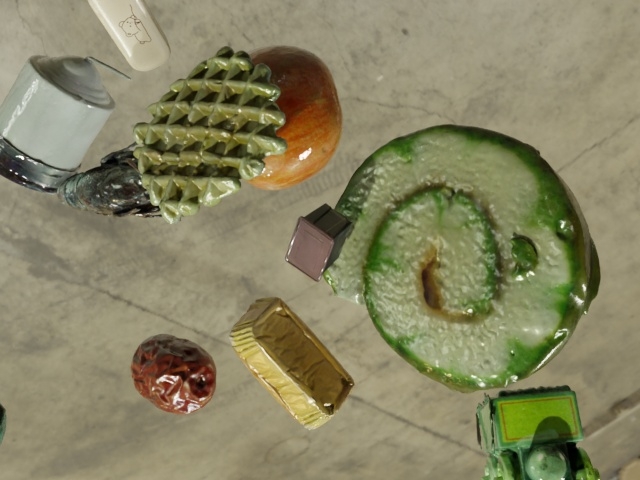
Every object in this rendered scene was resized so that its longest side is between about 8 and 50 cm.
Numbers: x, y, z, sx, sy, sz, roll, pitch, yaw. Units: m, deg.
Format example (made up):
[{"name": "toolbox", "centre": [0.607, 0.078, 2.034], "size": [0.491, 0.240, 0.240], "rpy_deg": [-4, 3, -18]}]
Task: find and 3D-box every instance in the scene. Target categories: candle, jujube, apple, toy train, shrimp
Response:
[{"name": "candle", "centre": [-0.603, -0.287, 1.617], "size": [0.221, 0.221, 0.342], "rpy_deg": [22, 110, -43]}, {"name": "jujube", "centre": [-0.345, 0.313, 1.680], "size": [0.174, 0.251, 0.174], "rpy_deg": [-6, 98, -44]}, {"name": "apple", "centre": [-0.081, -0.256, 1.440], "size": [0.302, 0.301, 0.301], "rpy_deg": [-16, 139, -15]}, {"name": "toy train", "centre": [0.331, 0.328, 1.118], "size": [0.159, 0.188, 0.271], "rpy_deg": [-7, 160, 5]}, {"name": "shrimp", "centre": [-0.384, -0.128, 1.438], "size": [0.373, 0.171, 0.137], "rpy_deg": [-5, 176, 24]}]

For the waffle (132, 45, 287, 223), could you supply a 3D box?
[{"name": "waffle", "centre": [-0.204, -0.191, 1.251], "size": [0.309, 0.291, 0.056], "rpy_deg": [-33, 150, 17]}]

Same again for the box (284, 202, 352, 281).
[{"name": "box", "centre": [0.000, 0.000, 0.953], "size": [0.063, 0.060, 0.084], "rpy_deg": [-38, 156, -43]}]

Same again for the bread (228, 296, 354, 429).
[{"name": "bread", "centre": [-0.055, 0.252, 1.489], "size": [0.119, 0.288, 0.152], "rpy_deg": [-32, -168, 51]}]

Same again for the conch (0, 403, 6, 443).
[{"name": "conch", "centre": [-0.564, 0.272, 1.051], "size": [0.196, 0.202, 0.134], "rpy_deg": [-14, 140, -21]}]

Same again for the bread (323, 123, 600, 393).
[{"name": "bread", "centre": [0.177, 0.027, 0.995], "size": [0.382, 0.365, 0.129], "rpy_deg": [-14, 167, 29]}]

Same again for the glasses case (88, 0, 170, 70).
[{"name": "glasses case", "centre": [-0.331, -0.380, 1.236], "size": [0.083, 0.050, 0.196], "rpy_deg": [-28, 143, 1]}]
